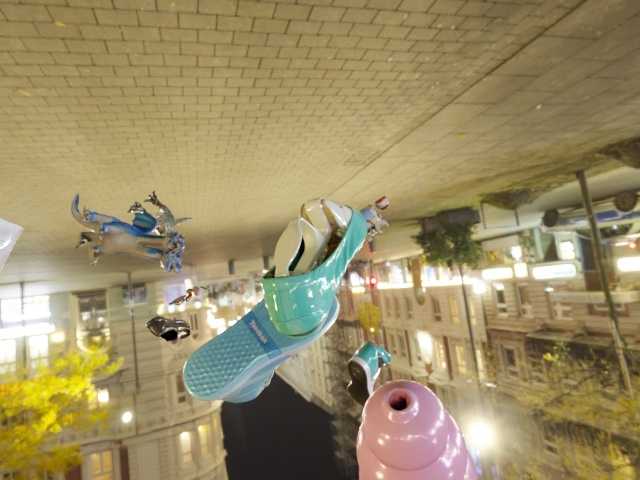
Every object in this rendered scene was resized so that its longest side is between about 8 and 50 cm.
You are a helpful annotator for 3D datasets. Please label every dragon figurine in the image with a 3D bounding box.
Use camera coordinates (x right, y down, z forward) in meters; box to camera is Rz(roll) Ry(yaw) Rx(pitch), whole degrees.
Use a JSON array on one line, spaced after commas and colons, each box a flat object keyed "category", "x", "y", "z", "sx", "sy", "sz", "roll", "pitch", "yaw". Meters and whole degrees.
[{"category": "dragon figurine", "x": -0.365, "y": -0.010, "z": 0.766, "sx": 0.289, "sy": 0.085, "sz": 0.144, "roll": 23, "pitch": -169, "yaw": 41}]

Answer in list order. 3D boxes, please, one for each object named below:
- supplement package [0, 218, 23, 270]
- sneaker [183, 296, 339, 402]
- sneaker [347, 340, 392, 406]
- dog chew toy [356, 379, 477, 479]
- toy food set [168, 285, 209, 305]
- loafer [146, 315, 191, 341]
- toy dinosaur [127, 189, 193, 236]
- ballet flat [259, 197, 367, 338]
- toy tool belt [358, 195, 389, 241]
[{"category": "supplement package", "x": -0.637, "y": 0.064, "z": 0.603, "sx": 0.198, "sy": 0.262, "sz": 0.199, "roll": -5, "pitch": 153, "yaw": 38}, {"category": "sneaker", "x": -0.103, "y": 0.216, "z": 0.840, "sx": 0.319, "sy": 0.127, "sz": 0.208, "roll": -28, "pitch": 155, "yaw": -10}, {"category": "sneaker", "x": 0.185, "y": 0.480, "z": 1.530, "sx": 0.124, "sy": 0.295, "sz": 0.178, "roll": 26, "pitch": -131, "yaw": 30}, {"category": "dog chew toy", "x": 0.152, "y": 0.359, "z": 0.684, "sx": 0.207, "sy": 0.331, "sz": 0.206, "roll": -11, "pitch": -144, "yaw": 8}, {"category": "toy food set", "x": -0.429, "y": 0.176, "z": 1.328, "sx": 0.078, "sy": 0.019, "sz": 0.122, "roll": 4, "pitch": -152, "yaw": 46}, {"category": "loafer", "x": -0.546, "y": 0.338, "z": 1.492, "sx": 0.080, "sy": 0.078, "sz": 0.220, "roll": -39, "pitch": 154, "yaw": 4}, {"category": "toy dinosaur", "x": -0.400, "y": -0.062, "z": 1.023, "sx": 0.064, "sy": 0.118, "sz": 0.268, "roll": -48, "pitch": -169, "yaw": 5}, {"category": "ballet flat", "x": 0.000, "y": 0.000, "z": 0.476, "sx": 0.083, "sy": 0.087, "sz": 0.247, "roll": -7, "pitch": -150, "yaw": 23}, {"category": "toy tool belt", "x": 0.075, "y": -0.026, "z": 0.613, "sx": 0.083, "sy": 0.051, "sz": 0.052, "roll": -31, "pitch": -172, "yaw": 24}]
